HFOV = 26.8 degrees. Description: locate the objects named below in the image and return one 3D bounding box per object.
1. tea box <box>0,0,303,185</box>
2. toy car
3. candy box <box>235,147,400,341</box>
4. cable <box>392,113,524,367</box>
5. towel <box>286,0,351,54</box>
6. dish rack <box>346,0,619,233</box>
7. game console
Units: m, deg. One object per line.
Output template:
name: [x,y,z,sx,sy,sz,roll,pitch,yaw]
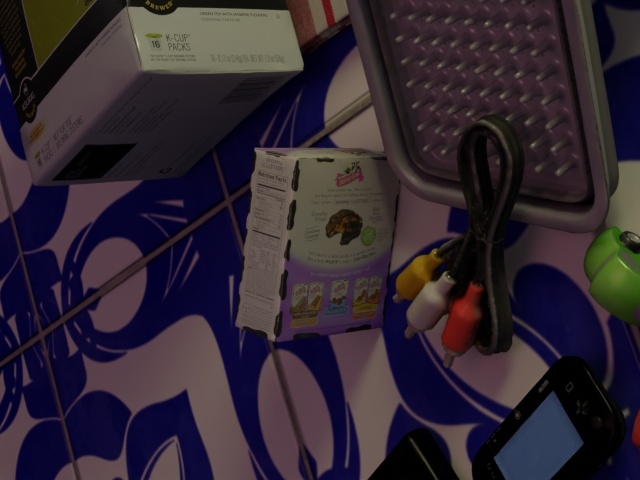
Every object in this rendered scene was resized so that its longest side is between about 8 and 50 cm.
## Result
tea box: [-0.224,-0.275,1.600,0.329,0.220,0.323,-32,70,52]
toy car: [0.304,0.079,1.196,0.225,0.053,0.239,53,127,31]
candy box: [0.000,0.000,1.439,0.070,0.165,0.196,16,104,44]
cable: [0.145,0.016,1.302,0.139,0.072,0.287,50,149,28]
towel: [0.045,-0.371,1.453,0.329,0.037,0.237,-26,74,47]
dish rack: [0.153,-0.180,1.259,0.285,0.072,0.333,14,129,45]
game console: [0.173,0.246,1.350,0.213,0.044,0.361,57,131,29]
